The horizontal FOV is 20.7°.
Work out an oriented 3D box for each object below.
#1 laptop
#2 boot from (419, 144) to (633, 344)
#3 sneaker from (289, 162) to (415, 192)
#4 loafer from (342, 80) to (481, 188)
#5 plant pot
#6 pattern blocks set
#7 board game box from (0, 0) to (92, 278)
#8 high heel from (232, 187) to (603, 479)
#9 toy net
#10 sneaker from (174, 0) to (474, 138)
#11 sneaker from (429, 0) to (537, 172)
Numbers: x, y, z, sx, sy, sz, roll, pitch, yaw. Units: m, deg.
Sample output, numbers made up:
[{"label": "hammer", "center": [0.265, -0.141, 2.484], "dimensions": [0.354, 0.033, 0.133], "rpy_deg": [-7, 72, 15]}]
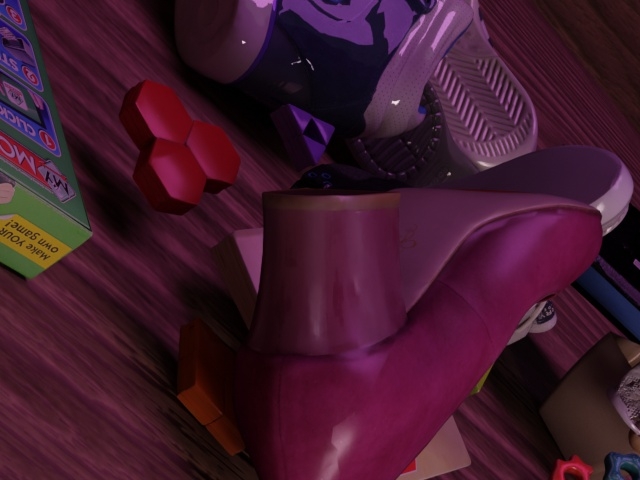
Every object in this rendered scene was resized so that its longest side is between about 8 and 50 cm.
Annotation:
[{"label": "laptop", "center": [0.249, 0.045, 1.530], "dimensions": [0.234, 0.136, 0.264], "rpy_deg": [43, 26, 1]}, {"label": "boot", "center": [0.152, 0.012, 1.312], "dimensions": [0.123, 0.258, 0.095], "rpy_deg": [52, 56, -21]}, {"label": "sneaker", "center": [0.000, 0.000, 1.203], "dimensions": [0.121, 0.079, 0.217], "rpy_deg": [31, 23, 33]}, {"label": "loafer", "center": [0.066, -0.084, 1.531], "dimensions": [0.087, 0.094, 0.251], "rpy_deg": [36, -14, 51]}, {"label": "plant pot", "center": [0.257, 0.157, 1.541], "dimensions": [0.109, 0.096, 0.109], "rpy_deg": [62, 17, 23]}, {"label": "pattern blocks set", "center": [0.012, 0.064, 1.040], "dimensions": [0.285, 0.026, 0.324], "rpy_deg": [5, 60, -49]}, {"label": "board game box", "center": [-0.242, -0.133, 0.808], "dimensions": [0.317, 0.046, 0.213], "rpy_deg": [38, 24, -46]}, {"label": "high heel", "center": [0.065, 0.060, 1.032], "dimensions": [0.377, 0.127, 0.181], "rpy_deg": [-2, 95, -56]}, {"label": "toy net", "center": [0.239, 0.182, 1.407], "dimensions": [0.122, 0.045, 0.232], "rpy_deg": [24, 50, -7]}, {"label": "sneaker", "center": [0.014, -0.234, 1.363], "dimensions": [0.236, 0.130, 0.322], "rpy_deg": [18, 66, -34]}, {"label": "sneaker", "center": [0.105, -0.183, 1.717], "dimensions": [0.148, 0.131, 0.350], "rpy_deg": [90, -15, -63]}]
